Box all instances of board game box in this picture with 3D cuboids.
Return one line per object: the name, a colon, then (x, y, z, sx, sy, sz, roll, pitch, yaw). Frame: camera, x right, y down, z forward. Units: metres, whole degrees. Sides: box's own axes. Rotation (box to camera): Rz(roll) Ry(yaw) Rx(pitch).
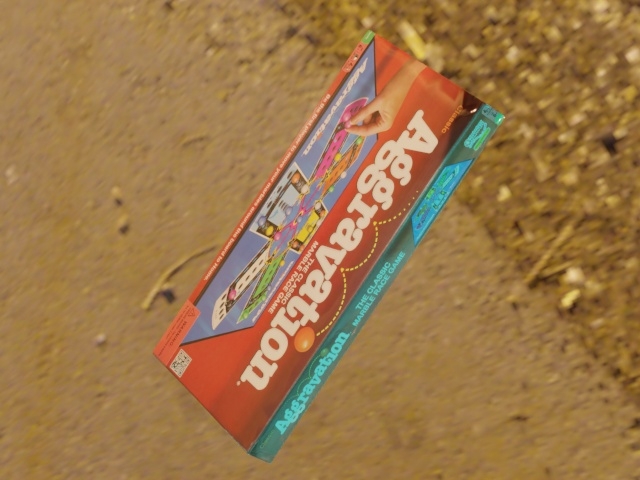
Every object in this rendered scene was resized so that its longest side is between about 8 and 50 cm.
board game box: (0.000, 0.000, 1.218, 0.027, 0.145, 0.281, 29, 97, -43)
